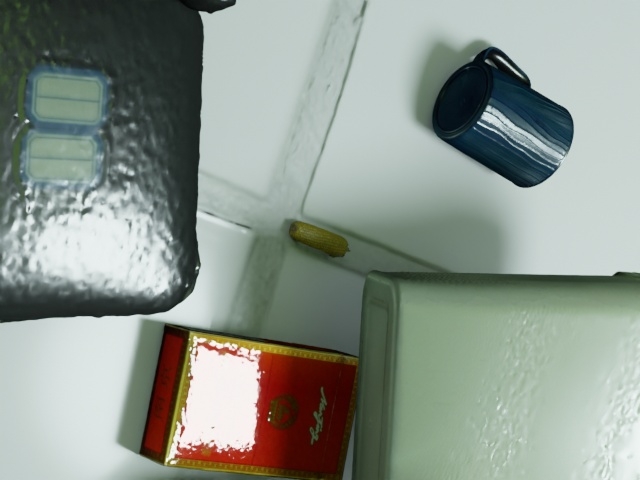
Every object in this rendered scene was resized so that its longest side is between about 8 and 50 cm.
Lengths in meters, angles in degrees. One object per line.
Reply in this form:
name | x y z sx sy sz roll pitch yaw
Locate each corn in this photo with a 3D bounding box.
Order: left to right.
corn | 0.000 0.000 1.730 0.083 0.027 0.028 21 77 -30

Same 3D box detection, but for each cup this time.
cup | 0.215 -0.153 1.820 0.138 0.150 0.113 27 115 -31

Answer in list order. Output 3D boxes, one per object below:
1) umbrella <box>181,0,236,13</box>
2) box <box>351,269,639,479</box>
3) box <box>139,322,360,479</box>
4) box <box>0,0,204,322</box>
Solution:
umbrella | -0.119 -0.410 1.547 0.113 0.106 0.358 4 82 -27
box | 0.221 0.209 1.677 0.344 0.177 0.352 3 93 -12
box | -0.074 0.186 1.679 0.240 0.074 0.153 12 85 -33
box | -0.281 -0.090 1.500 0.359 0.091 0.350 -2 97 -33
